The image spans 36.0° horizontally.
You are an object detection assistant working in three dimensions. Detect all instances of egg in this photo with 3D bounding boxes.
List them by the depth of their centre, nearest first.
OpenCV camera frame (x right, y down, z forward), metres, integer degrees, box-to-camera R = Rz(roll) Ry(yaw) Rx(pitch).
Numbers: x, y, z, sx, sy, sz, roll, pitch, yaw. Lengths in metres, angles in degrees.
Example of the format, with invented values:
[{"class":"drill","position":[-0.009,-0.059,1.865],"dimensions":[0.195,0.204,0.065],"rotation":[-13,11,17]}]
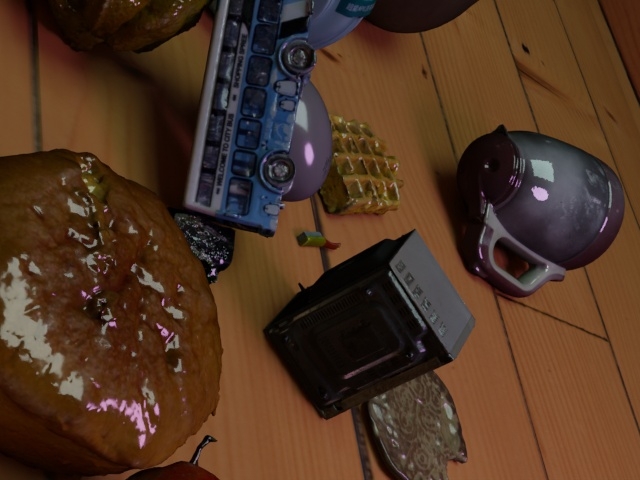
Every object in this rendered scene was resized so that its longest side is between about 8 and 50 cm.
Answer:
[{"class":"egg","position":[-0.059,-0.146,1.311],"dimensions":[0.146,0.146,0.199],"rotation":[-15,86,-58]}]

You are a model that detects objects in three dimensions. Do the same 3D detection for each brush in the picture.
[{"class":"brush","position":[0.000,0.000,1.397],"dimensions":[0.083,0.018,0.021],"rotation":[9,48,-50]}]

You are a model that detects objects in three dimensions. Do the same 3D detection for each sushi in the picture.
[{"class":"sushi","position":[-0.149,0.011,1.138],"dimensions":[0.083,0.056,0.085],"rotation":[37,37,-33]}]

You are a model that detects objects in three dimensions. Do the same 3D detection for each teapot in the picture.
[{"class":"teapot","position":[0.375,-0.052,1.828],"dimensions":[0.312,0.233,0.315],"rotation":[20,77,-38]}]

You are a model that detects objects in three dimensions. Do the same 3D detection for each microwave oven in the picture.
[{"class":"microwave oven","position":[0.058,0.107,1.214],"dimensions":[0.163,0.205,0.129],"rotation":[54,31,-7]}]

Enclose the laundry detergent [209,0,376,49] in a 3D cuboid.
[{"class":"laundry detergent","position":[-0.030,-0.449,1.468],"dimensions":[0.287,0.287,0.305],"rotation":[49,32,-18]}]

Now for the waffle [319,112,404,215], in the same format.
[{"class":"waffle","position":[0.062,-0.113,1.546],"dimensions":[0.210,0.055,0.161],"rotation":[2,63,-56]}]

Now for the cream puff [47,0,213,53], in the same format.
[{"class":"cream puff","position":[-0.236,-0.320,1.152],"dimensions":[0.244,0.196,0.244],"rotation":[38,36,-35]}]

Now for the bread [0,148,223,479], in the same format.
[{"class":"bread","position":[-0.224,0.064,0.886],"dimensions":[0.312,0.172,0.312],"rotation":[41,35,-37]}]

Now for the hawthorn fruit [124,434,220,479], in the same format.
[{"class":"hawthorn fruit","position":[-0.121,0.263,0.873],"dimensions":[0.157,0.157,0.194],"rotation":[36,46,-35]}]

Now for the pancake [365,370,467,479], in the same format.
[{"class":"pancake","position":[0.136,0.252,1.375],"dimensions":[0.212,0.029,0.235],"rotation":[61,31,3]}]

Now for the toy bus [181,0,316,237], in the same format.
[{"class":"toy bus","position":[-0.081,-0.160,1.184],"dimensions":[0.106,0.130,0.297],"rotation":[139,-39,-83]}]

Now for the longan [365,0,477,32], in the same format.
[{"class":"longan","position":[0.158,-0.568,1.823],"dimensions":[0.361,0.361,0.361],"rotation":[35,39,-35]}]
